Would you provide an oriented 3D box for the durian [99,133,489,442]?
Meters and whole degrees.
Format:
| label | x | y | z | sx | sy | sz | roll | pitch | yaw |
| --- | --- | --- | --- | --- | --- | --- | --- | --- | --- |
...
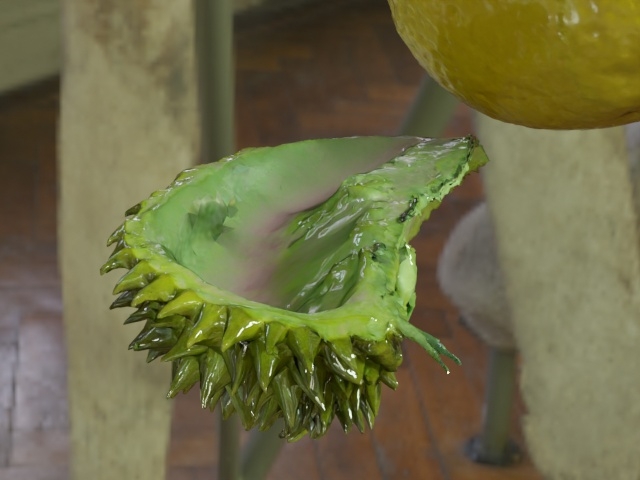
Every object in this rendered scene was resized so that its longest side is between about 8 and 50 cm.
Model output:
| label | x | y | z | sx | sy | sz | roll | pitch | yaw |
| --- | --- | --- | --- | --- | --- | --- | --- | --- | --- |
| durian | -0.007 | 0.006 | 0.879 | 0.169 | 0.157 | 0.355 | -36 | 10 | 19 |

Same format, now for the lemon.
| label | x | y | z | sx | sy | sz | roll | pitch | yaw |
| --- | --- | --- | --- | --- | --- | --- | --- | --- | --- |
| lemon | 0.149 | -0.180 | 0.972 | 0.253 | 0.228 | 0.228 | 1 | 20 | 35 |
